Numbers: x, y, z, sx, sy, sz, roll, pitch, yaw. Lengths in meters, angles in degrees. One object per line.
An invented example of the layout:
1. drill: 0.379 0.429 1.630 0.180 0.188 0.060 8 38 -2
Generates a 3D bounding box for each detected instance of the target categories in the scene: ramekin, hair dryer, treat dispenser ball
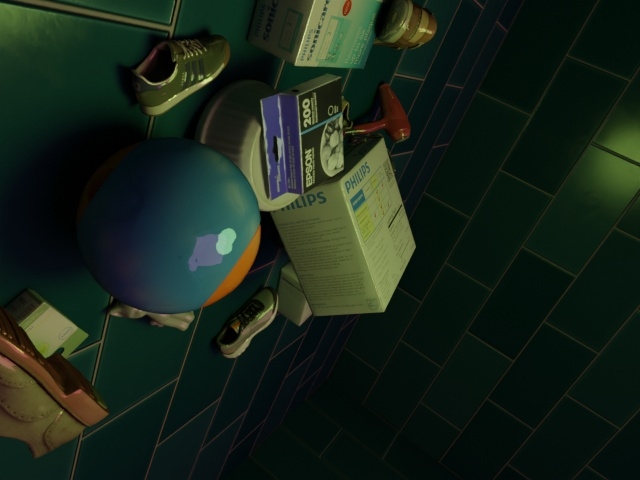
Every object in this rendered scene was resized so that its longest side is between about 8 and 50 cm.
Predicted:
1. ramekin: -0.118 -0.183 0.976 0.273 0.127 0.272 -35 135 -44
2. hair dryer: 0.187 -0.367 1.506 0.080 0.224 0.293 -13 -124 61
3. treat dispenser ball: -0.242 -0.024 0.782 0.288 0.288 0.288 -48 159 -25

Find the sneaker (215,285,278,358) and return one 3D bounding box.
1. sneaker: -0.236 0.262 1.554 0.271 0.100 0.108 -52 155 -15

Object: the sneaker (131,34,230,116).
1. sneaker: -0.221 -0.285 0.756 0.192 0.064 0.086 -47 164 -19

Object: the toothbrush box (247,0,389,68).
1. toothbrush box: 0.014 -0.474 0.951 0.295 0.126 0.216 -26 144 -55

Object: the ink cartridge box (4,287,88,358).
1. ink cartridge box: -0.511 0.205 0.842 0.171 0.056 0.235 -50 158 -23

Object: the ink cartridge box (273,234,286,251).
1. ink cartridge box: 0.000 0.000 1.541 0.235 0.088 0.193 38 82 -31

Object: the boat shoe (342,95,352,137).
1. boat shoe: 0.057 -0.335 1.359 0.068 0.072 0.190 -52 161 -15

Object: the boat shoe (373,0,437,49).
1. boat shoe: 0.185 -0.508 1.131 0.324 0.117 0.123 -101 -151 -61

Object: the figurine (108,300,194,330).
1. figurine: -0.344 0.100 1.062 0.214 0.092 0.209 -55 153 -3

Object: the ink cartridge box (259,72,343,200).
1. ink cartridge box: -0.027 -0.202 0.942 0.208 0.045 0.206 -37 136 -41

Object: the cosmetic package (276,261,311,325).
1. cosmetic package: -0.047 0.161 1.801 0.224 0.138 0.224 -40 156 -41

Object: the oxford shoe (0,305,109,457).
1. oxford shoe: -0.470 0.194 0.673 0.146 0.140 0.397 -41 132 -21

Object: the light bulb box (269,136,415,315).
1. light bulb box: 0.077 -0.043 1.305 0.358 0.225 0.361 -50 125 -54
